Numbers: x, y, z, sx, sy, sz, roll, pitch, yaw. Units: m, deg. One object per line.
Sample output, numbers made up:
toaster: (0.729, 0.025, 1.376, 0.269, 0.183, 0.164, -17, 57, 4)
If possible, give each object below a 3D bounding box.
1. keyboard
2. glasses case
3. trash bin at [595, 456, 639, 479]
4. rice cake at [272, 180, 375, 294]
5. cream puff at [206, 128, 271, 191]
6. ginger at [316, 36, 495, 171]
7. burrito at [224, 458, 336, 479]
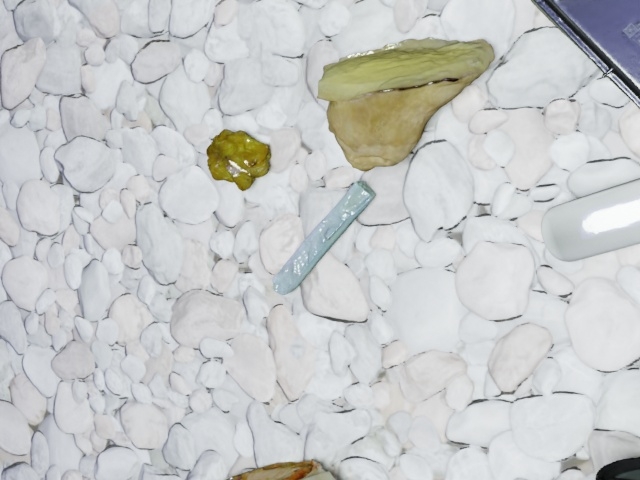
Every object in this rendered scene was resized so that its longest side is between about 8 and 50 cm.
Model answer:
keyboard: (0.314, -0.193, 0.684, 0.094, 0.025, 0.230, -43, 78, 22)
glasses case: (0.305, -0.025, 0.701, 0.164, 0.041, 0.063, -20, 86, 27)
trash bin: (0.352, 0.352, 0.614, 0.217, 0.277, 0.262, 2, 90, 24)
rice cake: (0.000, 0.000, 0.852, 0.030, 0.042, 0.180, 45, 114, 11)
cream puff: (-0.108, -0.103, 0.881, 0.083, 0.058, 0.083, -31, 81, 24)
ginger: (0.099, -0.149, 0.766, 0.193, 0.115, 0.122, -9, 114, 19)
burrito: (-0.006, 0.378, 0.874, 0.348, 0.107, 0.175, 34, 94, 16)
